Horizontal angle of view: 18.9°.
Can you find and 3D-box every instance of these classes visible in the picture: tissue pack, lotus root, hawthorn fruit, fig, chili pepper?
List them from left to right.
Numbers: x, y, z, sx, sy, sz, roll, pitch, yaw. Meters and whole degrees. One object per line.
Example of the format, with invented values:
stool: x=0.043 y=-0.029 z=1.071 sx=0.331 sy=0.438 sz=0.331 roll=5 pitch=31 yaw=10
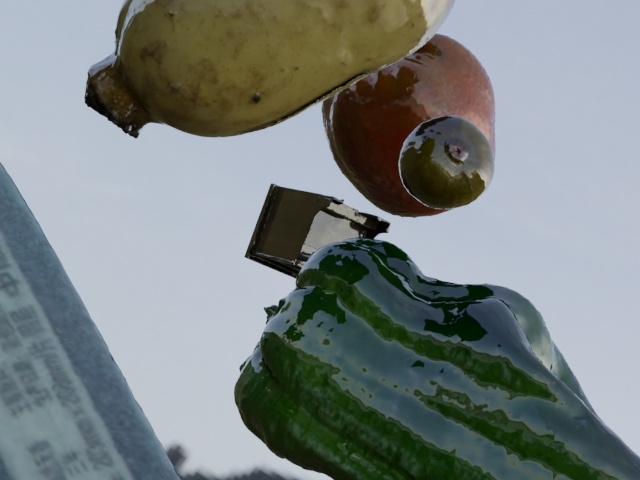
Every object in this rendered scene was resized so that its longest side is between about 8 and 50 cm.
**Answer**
tissue pack: x=-0.150 y=0.132 z=0.889 sx=0.315 sy=0.103 sz=0.228 roll=60 pitch=-37 yaw=10
lotus root: x=-0.037 y=-0.159 z=1.351 sx=0.146 sy=0.284 sz=0.160 roll=62 pitch=0 yaw=-3
hawthorn fruit: x=0.093 y=-0.113 z=1.905 sx=0.189 sy=0.189 sz=0.189 roll=30 pitch=-18 yaw=11
fig: x=0.094 y=-0.057 z=1.488 sx=0.074 sy=0.074 sz=0.088 roll=34 pitch=-17 yaw=-2
chili pepper: x=0.124 y=0.130 z=1.379 sx=0.385 sy=0.213 sz=0.167 roll=31 pitch=-57 yaw=15

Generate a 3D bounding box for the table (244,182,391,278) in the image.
table: x=0.000 y=0.000 z=1.655 sx=0.083 sy=0.070 sz=0.082 roll=24 pitch=-8 yaw=-36
